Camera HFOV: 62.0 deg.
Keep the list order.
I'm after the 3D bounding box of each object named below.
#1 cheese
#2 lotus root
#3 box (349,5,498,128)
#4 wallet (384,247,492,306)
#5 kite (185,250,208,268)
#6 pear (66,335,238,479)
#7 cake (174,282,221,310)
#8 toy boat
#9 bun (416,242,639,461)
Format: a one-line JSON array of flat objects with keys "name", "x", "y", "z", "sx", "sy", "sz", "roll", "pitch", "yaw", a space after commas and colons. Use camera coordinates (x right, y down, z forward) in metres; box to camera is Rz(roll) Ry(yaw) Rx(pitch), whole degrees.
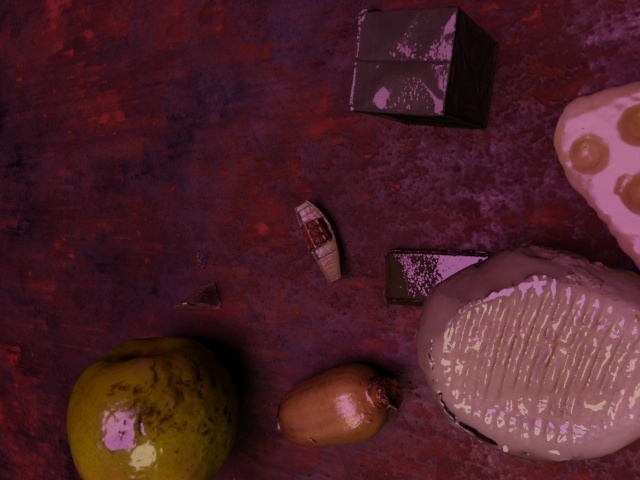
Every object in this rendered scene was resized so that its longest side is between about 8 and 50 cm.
[{"name": "cheese", "x": 0.499, "y": -0.098, "z": 0.734, "sx": 0.384, "sy": 0.104, "sz": 0.383, "roll": 4, "pitch": 98, "yaw": 30}, {"name": "lotus root", "x": 0.033, "y": 0.325, "z": 1.046, "sx": 0.303, "sy": 0.131, "sz": 0.146, "roll": -26, "pitch": 81, "yaw": 33}, {"name": "box", "x": 0.170, "y": -0.264, "z": 0.840, "sx": 0.149, "sy": 0.231, "sz": 0.155, "roll": 11, "pitch": 100, "yaw": 30}, {"name": "wallet", "x": 0.213, "y": 0.070, "z": 0.968, "sx": 0.198, "sy": 0.031, "sz": 0.110, "roll": 2, "pitch": 96, "yaw": 30}, {"name": "kite", "x": -0.297, "y": 0.057, "z": 1.292, "sx": 0.044, "sy": 0.002, "sz": 0.078, "roll": 49, "pitch": 115, "yaw": 18}, {"name": "pear", "x": -0.357, "y": 0.406, "z": 1.165, "sx": 0.391, "sy": 0.391, "sz": 0.390, "roll": 4, "pitch": 97, "yaw": 31}, {"name": "cake", "x": -0.288, "y": 0.133, "z": 1.226, "sx": 0.052, "sy": 0.121, "sz": 0.065, "roll": -16, "pitch": 79, "yaw": 25}, {"name": "toy boat", "x": 0.000, "y": 0.000, "z": 1.069, "sx": 0.065, "sy": 0.066, "sz": 0.172, "roll": -28, "pitch": 82, "yaw": 27}, {"name": "bun", "x": 0.329, "y": 0.152, "z": 0.798, "sx": 0.360, "sy": 0.211, "sz": 0.359, "roll": 8, "pitch": 115, "yaw": 19}]
